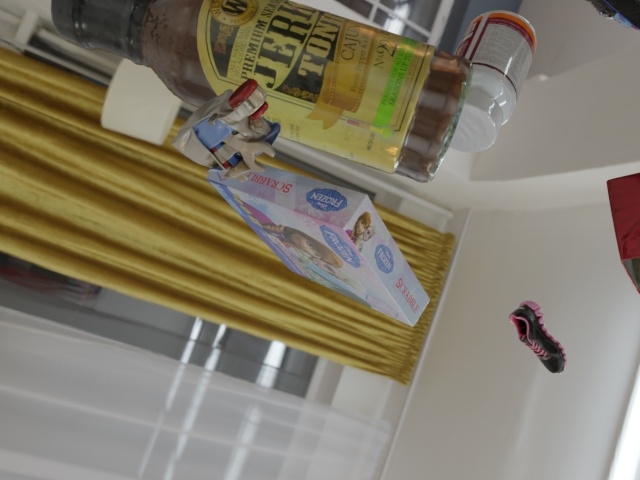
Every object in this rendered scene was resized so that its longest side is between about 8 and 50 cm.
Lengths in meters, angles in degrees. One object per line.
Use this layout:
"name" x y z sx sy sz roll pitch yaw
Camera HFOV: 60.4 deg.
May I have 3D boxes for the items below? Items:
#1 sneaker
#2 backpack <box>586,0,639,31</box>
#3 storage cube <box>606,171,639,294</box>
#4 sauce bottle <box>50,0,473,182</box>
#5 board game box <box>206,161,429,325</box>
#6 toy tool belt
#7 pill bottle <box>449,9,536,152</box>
"sneaker" 0.331 0.155 0.850 0.119 0.057 0.047 63 -36 13
"backpack" 0.579 -0.458 0.985 0.158 0.173 0.117 -50 -178 14
"storage cube" 0.707 -0.025 1.108 0.184 0.215 0.193 -15 -126 34
"sauce bottle" -0.052 -0.148 0.463 0.111 0.344 0.111 18 90 -87
"board game box" 0.000 0.000 0.957 0.318 0.318 0.066 21 -110 40
"toy tool belt" -0.047 -0.062 0.328 0.083 0.051 0.052 -10 -136 49
"pill bottle" 0.259 -0.252 0.876 0.121 0.121 0.221 -34 -155 59
